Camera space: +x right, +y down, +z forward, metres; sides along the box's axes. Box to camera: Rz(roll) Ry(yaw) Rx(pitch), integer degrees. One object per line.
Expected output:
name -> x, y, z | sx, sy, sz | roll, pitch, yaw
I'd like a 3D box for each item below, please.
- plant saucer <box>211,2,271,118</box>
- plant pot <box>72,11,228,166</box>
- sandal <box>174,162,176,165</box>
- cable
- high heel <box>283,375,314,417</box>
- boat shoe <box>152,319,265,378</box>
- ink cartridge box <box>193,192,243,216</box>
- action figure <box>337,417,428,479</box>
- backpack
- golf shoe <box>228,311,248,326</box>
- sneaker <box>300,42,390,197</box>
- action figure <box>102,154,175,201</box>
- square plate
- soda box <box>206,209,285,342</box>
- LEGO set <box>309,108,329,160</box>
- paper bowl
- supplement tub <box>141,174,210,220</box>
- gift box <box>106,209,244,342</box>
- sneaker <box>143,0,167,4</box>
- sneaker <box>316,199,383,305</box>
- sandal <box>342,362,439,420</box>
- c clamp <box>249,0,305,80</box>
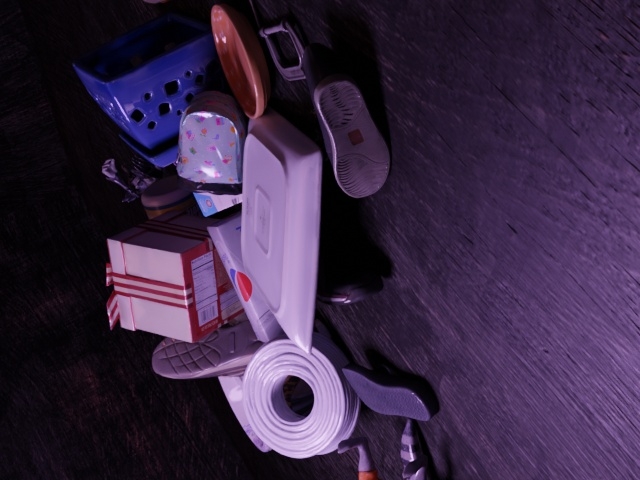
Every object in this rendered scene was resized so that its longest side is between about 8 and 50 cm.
plant saucer -> -0.130, -0.305, 1.599 | 0.200, 0.037, 0.200 | 59, 163, 30
plant pot -> -0.300, -0.283, 1.818 | 0.236, 0.236, 0.212 | 35, 152, 54
sandal -> -0.277, -0.207, 2.043 | 0.416, 0.102, 0.169 | 19, 133, 65
cable -> -0.040, 0.315, 1.940 | 0.257, 0.257, 0.089 | 49, -157, 18
high heel -> -0.088, 0.347, 2.151 | 0.261, 0.186, 0.093 | 16, 133, 66
boat shoe -> -0.223, 0.276, 2.235 | 0.130, 0.356, 0.132 | 57, -152, -50
ink cartridge box -> -0.163, -0.127, 1.834 | 0.180, 0.060, 0.104 | -20, 99, 29
action figure -> 0.210, 0.502, 1.714 | 0.341, 0.178, 0.330 | -6, 120, 41
backpack -> -0.189, -0.174, 1.704 | 0.115, 0.152, 0.181 | -93, 7, -61
golf shoe -> -0.230, 0.165, 2.365 | 0.306, 0.140, 0.115 | 49, 156, 31
sneaker -> 0.037, -0.170, 1.335 | 0.118, 0.083, 0.222 | -109, 1, -46
action figure -> -0.479, -0.198, 2.518 | 0.141, 0.164, 0.276 | 47, 155, -12
square plate -> -0.077, -0.031, 1.596 | 0.344, 0.049, 0.347 | -133, 43, -61
soda box -> -0.140, 0.078, 2.073 | 0.286, 0.098, 0.091 | 67, 161, -10
LEGO set -> 0.008, -0.167, 1.479 | 0.054, 0.024, 0.083 | 28, 128, 56
paper bowl -> -0.146, 0.379, 2.412 | 0.284, 0.148, 0.284 | 52, 159, 29
supplement tub -> -0.352, -0.050, 2.387 | 0.144, 0.144, 0.199 | 30, 143, 58
gift box -> -0.338, 0.096, 2.191 | 0.258, 0.255, 0.276 | 11, 110, 33
sneaker -> -0.349, -0.554, 1.810 | 0.262, 0.099, 0.121 | 38, 143, 36
sneaker -> 0.000, 0.000, 1.591 | 0.281, 0.106, 0.162 | 27, 137, 61
sandal -> 0.130, 0.267, 1.699 | 0.255, 0.054, 0.097 | 8, 131, 56
c clamp -> -0.063, -0.309, 1.464 | 0.161, 0.022, 0.137 | 24, 137, 63
